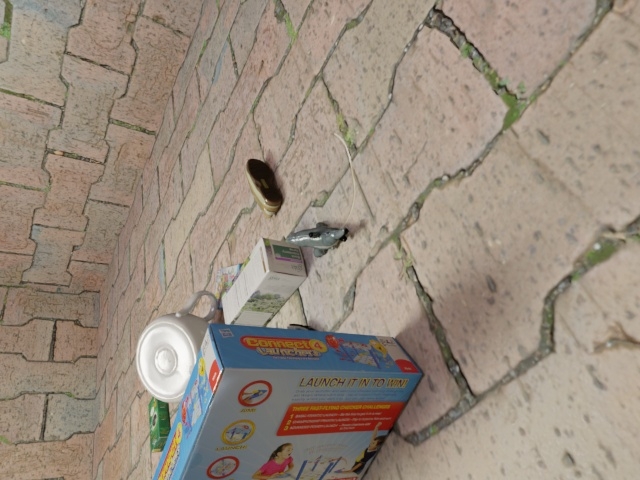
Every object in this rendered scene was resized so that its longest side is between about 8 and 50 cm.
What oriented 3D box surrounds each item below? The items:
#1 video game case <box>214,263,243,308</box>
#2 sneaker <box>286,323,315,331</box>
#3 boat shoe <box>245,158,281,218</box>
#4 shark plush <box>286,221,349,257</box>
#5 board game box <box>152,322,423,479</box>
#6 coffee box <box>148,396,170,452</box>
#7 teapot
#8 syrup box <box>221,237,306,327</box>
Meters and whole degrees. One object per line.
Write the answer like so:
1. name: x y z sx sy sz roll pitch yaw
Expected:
1. video game case: -0.263 0.134 1.313 0.166 0.015 0.119 -15 69 55
2. sneaker: -0.016 0.230 0.862 0.191 0.072 0.082 -143 61 -64
3. boat shoe: -0.155 -0.132 1.179 0.189 0.068 0.072 -113 33 -41
4. shark plush: 0.000 0.000 0.890 0.161 0.067 0.073 12 91 58
5. board game box: -0.051 0.275 0.669 0.086 0.309 0.301 51 123 52
6. coffee box: -0.567 0.630 1.622 0.113 0.041 0.184 -59 37 31
7. teapot: -0.362 0.307 1.274 0.256 0.187 0.252 -37 74 20
8. syrup box: -0.133 0.105 1.045 0.236 0.093 0.096 -52 41 37
